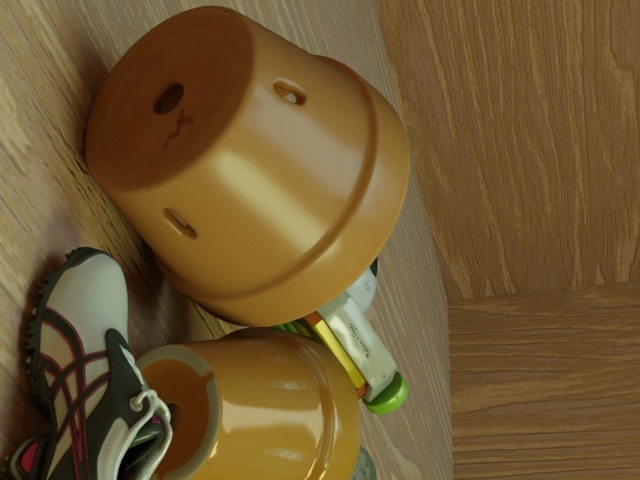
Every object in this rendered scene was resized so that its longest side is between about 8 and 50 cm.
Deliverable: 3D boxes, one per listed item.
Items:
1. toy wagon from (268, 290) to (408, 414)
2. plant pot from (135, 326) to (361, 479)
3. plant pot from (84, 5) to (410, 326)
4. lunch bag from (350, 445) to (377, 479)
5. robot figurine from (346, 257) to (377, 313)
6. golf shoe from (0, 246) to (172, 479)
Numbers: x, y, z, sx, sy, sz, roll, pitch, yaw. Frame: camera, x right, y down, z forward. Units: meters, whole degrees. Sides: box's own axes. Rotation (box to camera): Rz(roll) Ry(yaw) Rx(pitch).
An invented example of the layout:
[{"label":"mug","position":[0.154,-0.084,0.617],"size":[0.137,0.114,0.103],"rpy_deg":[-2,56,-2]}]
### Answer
[{"label":"toy wagon","position":[-0.034,0.071,1.117],"size":[0.267,0.068,0.344],"rpy_deg":[57,-17,-28]},{"label":"plant pot","position":[-0.093,0.177,0.893],"size":[0.188,0.205,0.205],"rpy_deg":[24,58,-56]},{"label":"plant pot","position":[-0.086,-0.088,0.895],"size":[0.203,0.290,0.291],"rpy_deg":[40,42,-47]},{"label":"lunch bag","position":[-0.009,0.386,1.166],"size":[0.235,0.168,0.287],"rpy_deg":[-69,143,-57]},{"label":"robot figurine","position":[-0.003,0.000,1.381],"size":[0.174,0.209,0.278],"rpy_deg":[117,-22,-56]},{"label":"golf shoe","position":[-0.168,0.125,0.724],"size":[0.105,0.120,0.273],"rpy_deg":[62,24,-53]}]
